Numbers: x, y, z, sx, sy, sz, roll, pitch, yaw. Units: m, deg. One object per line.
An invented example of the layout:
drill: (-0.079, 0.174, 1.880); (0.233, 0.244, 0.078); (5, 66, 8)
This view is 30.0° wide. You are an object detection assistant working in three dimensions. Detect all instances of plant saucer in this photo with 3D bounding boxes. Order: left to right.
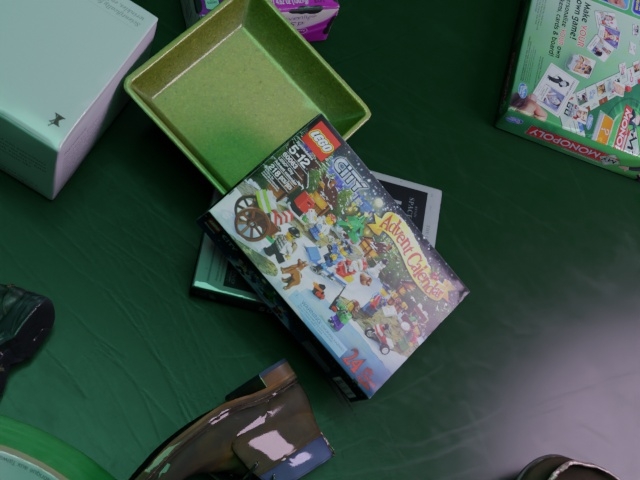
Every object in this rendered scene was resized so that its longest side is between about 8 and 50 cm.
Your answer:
plant saucer: (-0.076, -0.135, 1.203); (0.188, 0.045, 0.188); (47, 64, -3)

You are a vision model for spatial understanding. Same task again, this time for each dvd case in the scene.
dvd case: (0.000, 0.000, 1.221); (0.238, 0.029, 0.179); (14, 65, -9)

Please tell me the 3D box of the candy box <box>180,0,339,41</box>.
candy box: (-0.085, -0.332, 1.316); (0.159, 0.071, 0.233); (-8, 69, -18)

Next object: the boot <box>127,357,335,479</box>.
boot: (-0.072, 0.196, 1.068); (0.219, 0.082, 0.106); (-32, 86, -44)

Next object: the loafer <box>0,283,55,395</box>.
loafer: (-0.313, 0.111, 1.076); (0.061, 0.062, 0.170); (24, 57, 21)

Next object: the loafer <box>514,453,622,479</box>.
loafer: (0.337, 0.332, 1.115); (0.366, 0.130, 0.134); (42, 63, 4)

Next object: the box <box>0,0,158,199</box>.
box: (-0.284, -0.172, 1.165); (0.181, 0.119, 0.182); (32, 63, -1)

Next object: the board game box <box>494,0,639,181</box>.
board game box: (0.337, -0.237, 1.407); (0.213, 0.046, 0.317); (20, 63, -7)

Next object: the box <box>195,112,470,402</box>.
box: (0.015, 0.016, 1.150); (0.159, 0.044, 0.233); (-44, 97, -25)

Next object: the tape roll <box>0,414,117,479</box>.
tape roll: (-0.271, 0.255, 0.903); (0.321, 0.077, 0.321); (24, 24, -11)
